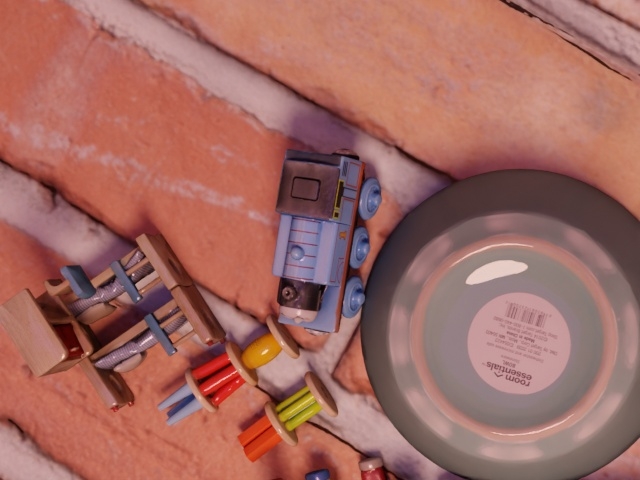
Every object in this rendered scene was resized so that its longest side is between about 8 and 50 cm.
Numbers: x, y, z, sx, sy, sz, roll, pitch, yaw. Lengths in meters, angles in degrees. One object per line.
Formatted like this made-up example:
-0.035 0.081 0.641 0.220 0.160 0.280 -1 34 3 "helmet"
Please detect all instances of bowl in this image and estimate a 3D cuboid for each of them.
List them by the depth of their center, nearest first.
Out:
0.178 0.084 1.325 0.311 0.163 0.311 0 89 10 "bowl"

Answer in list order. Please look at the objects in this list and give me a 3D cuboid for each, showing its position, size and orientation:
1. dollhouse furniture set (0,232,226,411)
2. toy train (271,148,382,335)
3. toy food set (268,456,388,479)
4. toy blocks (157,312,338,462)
-0.193 0.081 1.376 0.129 0.184 0.129 -35 84 7 "dollhouse furniture set"
0.000 0.000 1.377 0.080 0.105 0.184 10 90 28 "toy train"
0.063 0.254 1.367 0.232 0.111 0.104 -14 88 12 "toy food set"
-0.075 0.162 1.421 0.148 0.054 0.123 -34 84 8 "toy blocks"
